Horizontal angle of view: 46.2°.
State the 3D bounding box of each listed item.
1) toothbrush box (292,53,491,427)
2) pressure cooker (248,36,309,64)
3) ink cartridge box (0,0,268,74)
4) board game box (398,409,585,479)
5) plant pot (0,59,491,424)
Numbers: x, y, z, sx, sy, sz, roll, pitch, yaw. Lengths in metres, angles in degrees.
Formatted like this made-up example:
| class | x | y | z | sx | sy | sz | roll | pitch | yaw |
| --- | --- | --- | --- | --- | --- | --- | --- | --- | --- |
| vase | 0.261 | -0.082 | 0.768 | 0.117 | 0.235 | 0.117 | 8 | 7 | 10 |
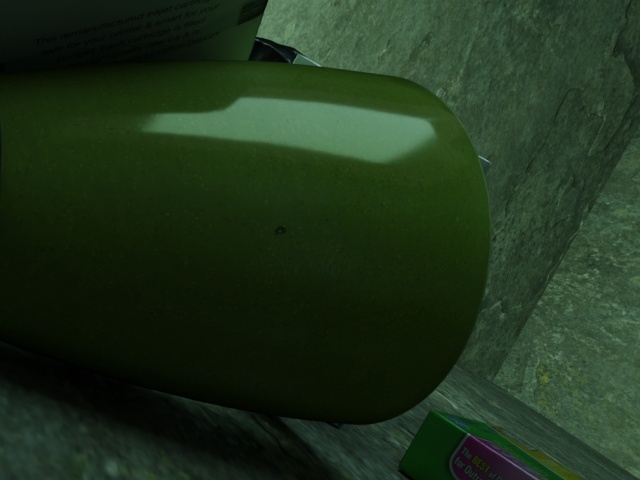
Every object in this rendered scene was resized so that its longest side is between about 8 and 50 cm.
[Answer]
| class | x | y | z | sx | sy | sz | roll | pitch | yaw |
| --- | --- | --- | --- | --- | --- | --- | --- | --- | --- |
| toothbrush box | 0.000 | 0.000 | 0.766 | 0.216 | 0.295 | 0.126 | 31 | -1 | -1 |
| pressure cooker | -0.075 | -0.074 | 1.181 | 0.420 | 0.375 | 0.369 | 31 | 24 | -56 |
| ink cartridge box | -0.153 | -0.170 | 0.515 | 0.121 | 0.211 | 0.289 | 62 | -25 | 11 |
| board game box | 0.255 | 0.277 | 0.696 | 0.317 | 0.064 | 0.242 | 29 | 0 | 32 |
| plant pot | -0.086 | -0.007 | 0.504 | 0.294 | 0.274 | 0.275 | 6 | 15 | -40 |
